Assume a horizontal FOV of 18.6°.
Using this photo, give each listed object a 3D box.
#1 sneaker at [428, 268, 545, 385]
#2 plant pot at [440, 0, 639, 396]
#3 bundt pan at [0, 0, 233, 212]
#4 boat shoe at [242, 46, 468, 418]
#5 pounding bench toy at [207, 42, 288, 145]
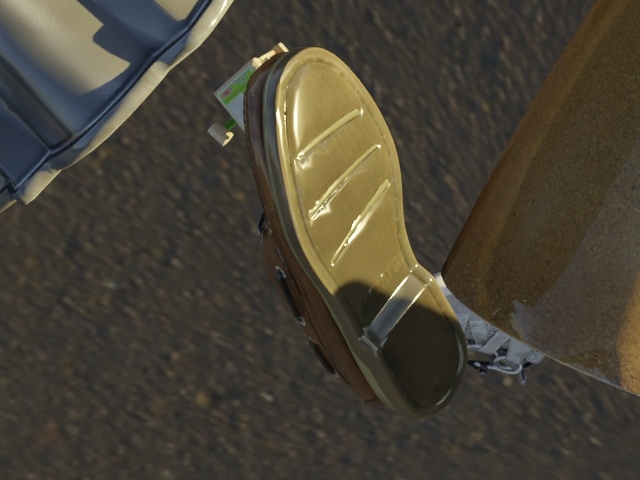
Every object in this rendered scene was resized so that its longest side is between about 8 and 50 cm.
[{"bbox_3d":[0.143,0.075,1.682,0.281,0.105,0.115,-14,90,13],"label":"sneaker"},{"bbox_3d":[0.213,-0.061,1.011,0.237,0.237,0.254,21,102,15],"label":"plant pot"},{"bbox_3d":[-0.110,-0.176,0.959,0.124,0.331,0.331,41,92,-18],"label":"bundt pan"},{"bbox_3d":[0.000,0.000,1.365,0.104,0.307,0.111,13,45,43],"label":"boat shoe"},{"bbox_3d":[-0.055,-0.121,1.683,0.083,0.065,0.052,-39,91,30],"label":"pounding bench toy"}]
